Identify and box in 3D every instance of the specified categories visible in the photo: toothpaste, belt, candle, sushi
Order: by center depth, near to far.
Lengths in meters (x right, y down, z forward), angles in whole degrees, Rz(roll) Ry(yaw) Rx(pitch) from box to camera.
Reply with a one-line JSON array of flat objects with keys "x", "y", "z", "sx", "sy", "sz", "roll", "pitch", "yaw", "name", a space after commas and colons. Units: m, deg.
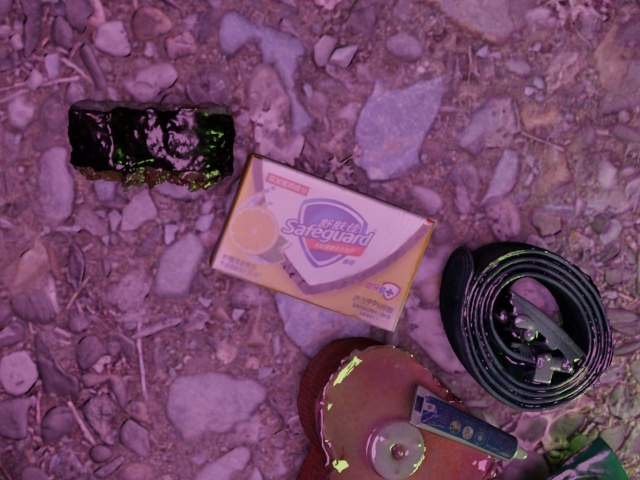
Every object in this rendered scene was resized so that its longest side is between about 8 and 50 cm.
[{"x": -0.215, "y": -0.122, "z": 1.102, "sx": 0.212, "sy": 0.147, "sz": 0.115, "roll": 1, "pitch": 98, "yaw": -9, "name": "sushi"}, {"x": 0.200, "y": 0.254, "z": 1.155, "sx": 0.197, "sy": 0.034, "sz": 0.057, "roll": 27, "pitch": 60, "yaw": -19, "name": "toothpaste"}, {"x": 0.276, "y": 0.107, "z": 1.197, "sx": 0.206, "sy": 0.116, "sz": 0.268, "roll": -39, "pitch": 103, "yaw": -1, "name": "belt"}, {"x": 0.100, "y": 0.286, "z": 1.205, "sx": 0.287, "sy": 0.131, "sz": 0.317, "roll": -2, "pitch": 97, "yaw": -17, "name": "candle"}]

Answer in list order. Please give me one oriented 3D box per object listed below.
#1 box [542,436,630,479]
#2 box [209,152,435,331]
[{"x": 0.379, "y": 0.478, "z": 1.268, "sx": 0.264, "sy": 0.106, "sz": 0.337, "roll": -35, "pitch": 101, "yaw": 2, "name": "box"}, {"x": 0.000, "y": 0.000, "z": 1.164, "sx": 0.265, "sy": 0.097, "sz": 0.169, "roll": 21, "pitch": 97, "yaw": -8, "name": "box"}]
